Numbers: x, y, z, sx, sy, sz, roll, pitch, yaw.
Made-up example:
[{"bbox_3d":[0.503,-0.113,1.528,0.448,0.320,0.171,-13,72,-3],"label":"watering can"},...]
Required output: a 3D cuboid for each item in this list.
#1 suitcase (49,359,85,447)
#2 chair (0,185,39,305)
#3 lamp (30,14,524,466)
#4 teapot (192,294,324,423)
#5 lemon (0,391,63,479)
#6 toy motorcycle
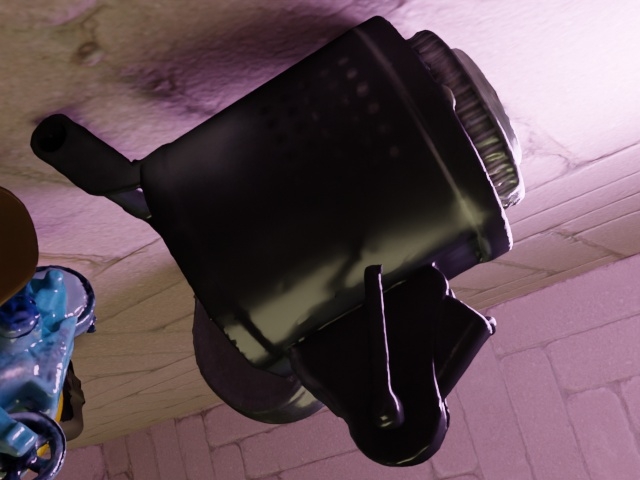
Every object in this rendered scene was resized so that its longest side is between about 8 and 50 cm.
[{"bbox_3d":[-0.566,0.271,1.093,0.351,0.194,0.339,-12,161,-14],"label":"suitcase"},{"bbox_3d":[-0.363,0.019,0.503,0.247,0.159,0.172,-18,167,12],"label":"chair"},{"bbox_3d":[0.008,-0.042,0.540,0.272,0.374,0.205,-48,156,-3],"label":"lamp"},{"bbox_3d":[-0.024,0.116,1.052,0.300,0.253,0.344,14,-174,31],"label":"teapot"},{"bbox_3d":[-0.435,0.172,0.819,0.240,0.219,0.240,-15,121,-27],"label":"lemon"},{"bbox_3d":[-0.323,0.107,0.647,0.206,0.260,0.154,14,131,-17],"label":"toy motorcycle"}]
